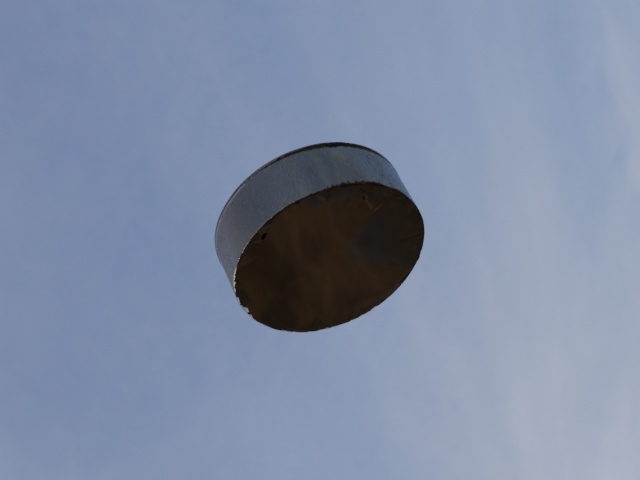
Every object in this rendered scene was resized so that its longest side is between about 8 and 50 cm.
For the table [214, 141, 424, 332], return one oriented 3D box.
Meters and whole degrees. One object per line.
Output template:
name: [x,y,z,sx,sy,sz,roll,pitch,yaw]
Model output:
table: [0.000,0.000,0.826,0.133,0.043,0.133,-14,-44,-14]
